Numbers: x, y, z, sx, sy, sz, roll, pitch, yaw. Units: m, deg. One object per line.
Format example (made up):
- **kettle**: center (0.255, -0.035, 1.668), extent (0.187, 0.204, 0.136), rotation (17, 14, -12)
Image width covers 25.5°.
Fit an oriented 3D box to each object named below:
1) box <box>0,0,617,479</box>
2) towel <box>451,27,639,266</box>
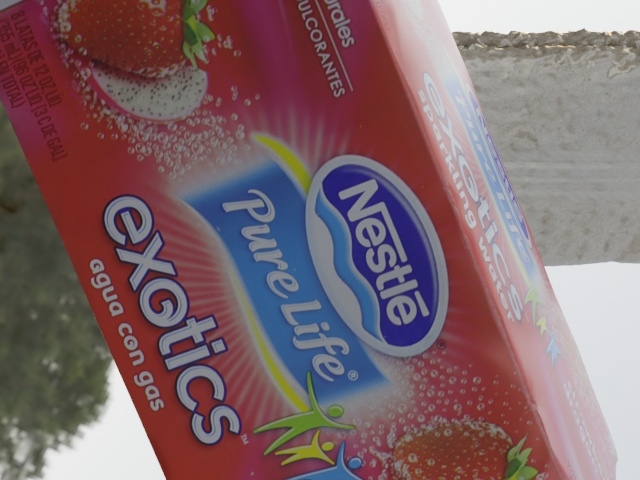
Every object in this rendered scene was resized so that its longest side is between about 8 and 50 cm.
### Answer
- **box**: center (0.000, 0.000, 0.475), extent (0.123, 0.256, 0.128), rotation (-21, -174, 16)
- **towel**: center (0.181, -0.065, 1.005), extent (0.049, 0.282, 0.187), rotation (-107, -160, -51)
